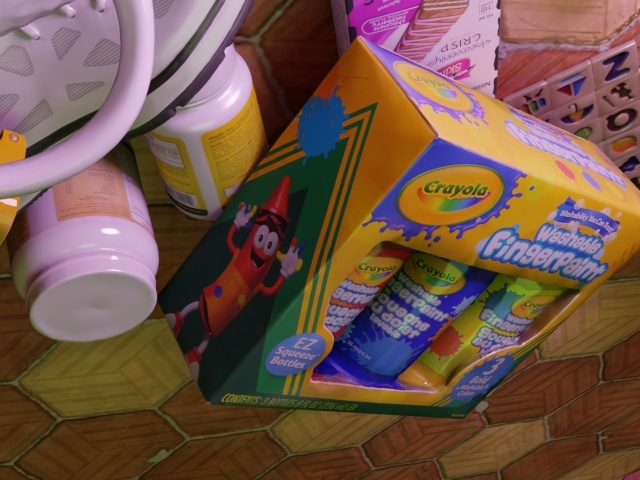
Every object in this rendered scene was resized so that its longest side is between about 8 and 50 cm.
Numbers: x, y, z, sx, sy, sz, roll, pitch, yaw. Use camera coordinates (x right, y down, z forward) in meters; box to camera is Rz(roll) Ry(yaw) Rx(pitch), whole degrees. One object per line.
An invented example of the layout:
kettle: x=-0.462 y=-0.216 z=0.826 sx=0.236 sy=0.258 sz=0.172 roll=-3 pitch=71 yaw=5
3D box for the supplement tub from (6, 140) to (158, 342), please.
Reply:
supplement tub: x=-0.245 y=-0.012 z=1.012 sx=0.144 sy=0.199 sz=0.144 roll=-13 pitch=146 yaw=-9

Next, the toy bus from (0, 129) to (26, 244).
toy bus: x=-0.335 y=-0.050 z=0.778 sx=0.202 sy=0.104 sz=0.191 roll=-11 pitch=146 yaw=9

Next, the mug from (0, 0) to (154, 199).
mug: x=-0.241 y=-0.206 z=0.617 sx=0.328 sy=0.276 sz=0.374 roll=-20 pitch=104 yaw=-13

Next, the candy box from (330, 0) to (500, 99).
candy box: x=0.098 y=-0.215 z=1.014 sx=0.159 sy=0.071 sz=0.233 roll=-18 pitch=147 yaw=-3

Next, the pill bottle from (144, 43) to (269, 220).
pill bottle: x=-0.119 y=-0.123 z=0.994 sx=0.119 sy=0.119 sz=0.208 roll=-17 pitch=147 yaw=-4

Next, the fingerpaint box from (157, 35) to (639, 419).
fingerpaint box: x=0.113 y=0.023 z=1.107 sx=0.445 sy=0.163 sz=0.371 roll=14 pitch=125 yaw=-45

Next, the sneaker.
sneaker: x=-0.258 y=-0.178 z=0.799 sx=0.448 sy=0.169 sz=0.258 roll=-35 pitch=145 yaw=26

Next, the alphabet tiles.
alphabet tiles: x=0.348 y=-0.123 z=1.329 sx=0.285 sy=0.011 sz=0.342 roll=-24 pitch=146 yaw=6
